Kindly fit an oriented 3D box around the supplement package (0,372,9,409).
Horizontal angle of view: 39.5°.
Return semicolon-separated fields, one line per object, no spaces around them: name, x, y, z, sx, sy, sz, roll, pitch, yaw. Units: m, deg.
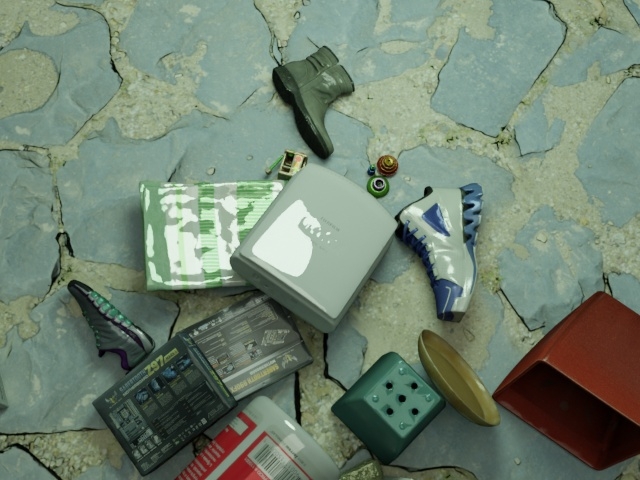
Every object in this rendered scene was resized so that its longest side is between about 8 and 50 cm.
supplement package;-0.775;0.264;1.733;0.262;0.145;0.204;-18;76;-7

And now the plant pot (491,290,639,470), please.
plant pot;0.546;0.263;1.778;0.267;0.267;0.236;34;63;6

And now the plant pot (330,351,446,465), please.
plant pot;0.141;0.317;1.734;0.165;0.234;0.166;-43;81;-14

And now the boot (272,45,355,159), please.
boot;0.012;-0.315;1.986;0.161;0.083;0.246;-25;79;-16

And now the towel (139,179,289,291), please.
towel;-0.208;-0.019;1.860;0.325;0.038;0.248;-2;66;-17

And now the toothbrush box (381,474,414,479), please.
toothbrush box;0.240;0.565;1.668;0.295;0.216;0.126;31;74;-2

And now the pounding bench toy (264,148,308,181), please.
pounding bench toy;-0.075;-0.166;1.949;0.083;0.052;0.065;16;74;1

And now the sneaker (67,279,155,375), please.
sneaker;-0.447;0.176;1.815;0.223;0.083;0.098;39;80;6

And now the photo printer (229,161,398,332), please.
photo printer;0.000;0.000;1.826;0.256;0.107;0.307;36;62;2

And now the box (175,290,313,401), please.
box;-0.155;0.222;1.833;0.231;0.056;0.183;-27;79;-11

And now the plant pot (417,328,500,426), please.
plant pot;0.268;0.278;1.772;0.032;0.236;0.236;-42;80;14

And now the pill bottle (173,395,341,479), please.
pill bottle;-0.175;0.507;1.663;0.229;0.229;0.407;44;77;8

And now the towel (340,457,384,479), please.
towel;0.070;0.511;1.783;0.148;0.027;0.110;-23;78;-10

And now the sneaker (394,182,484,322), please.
sneaker;0.239;0.015;1.893;0.182;0.127;0.315;8;67;2

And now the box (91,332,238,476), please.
box;-0.307;0.322;1.760;0.232;0.059;0.183;-39;80;6

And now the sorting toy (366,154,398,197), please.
sorting toy;0.134;-0.148;1.963;0.061;0.042;0.102;22;74;3
